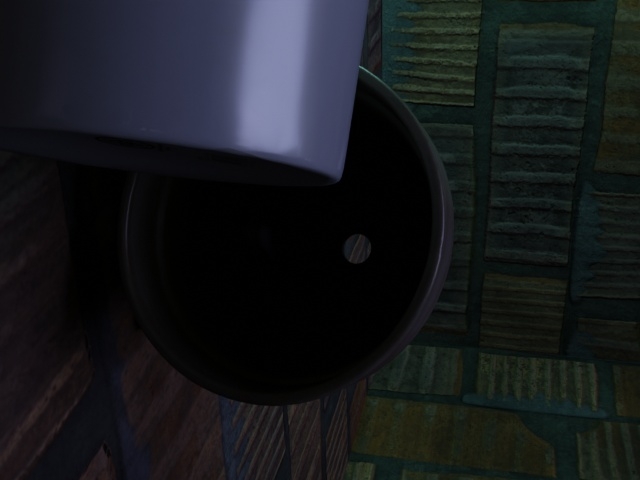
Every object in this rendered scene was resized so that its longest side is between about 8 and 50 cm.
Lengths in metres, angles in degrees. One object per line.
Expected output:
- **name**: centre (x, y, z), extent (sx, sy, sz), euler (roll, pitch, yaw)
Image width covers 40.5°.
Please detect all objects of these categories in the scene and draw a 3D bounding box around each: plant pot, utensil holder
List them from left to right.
- **utensil holder**: centre (-0.114, -0.250, 0.652), extent (0.327, 0.327, 0.386), euler (11, 86, -78)
- **plant pot**: centre (0.000, 0.000, 0.904), extent (0.280, 0.323, 0.323), euler (18, 76, -69)

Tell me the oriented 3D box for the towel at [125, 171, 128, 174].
- **towel**: centre (-0.113, -0.077, 1.088), extent (0.271, 0.040, 0.370), euler (64, 24, -14)
